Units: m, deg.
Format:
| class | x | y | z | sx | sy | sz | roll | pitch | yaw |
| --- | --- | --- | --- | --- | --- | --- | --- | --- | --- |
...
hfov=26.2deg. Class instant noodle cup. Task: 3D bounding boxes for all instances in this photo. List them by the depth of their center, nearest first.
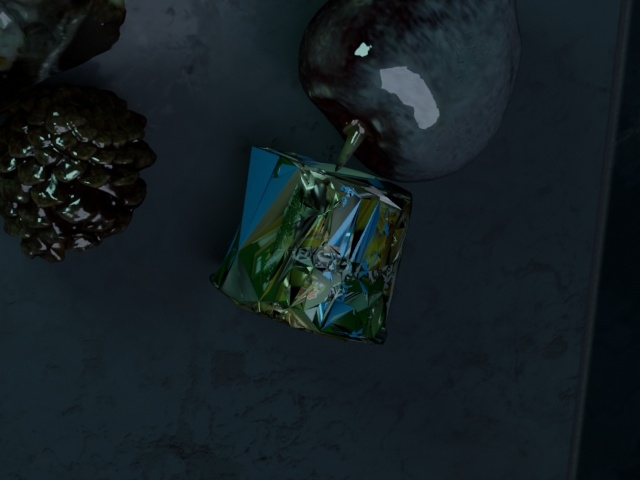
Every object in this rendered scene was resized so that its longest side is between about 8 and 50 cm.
| class | x | y | z | sx | sy | sz | roll | pitch | yaw |
| --- | --- | --- | --- | --- | --- | --- | --- | --- | --- |
| instant noodle cup | 0.000 | 0.000 | 1.636 | 0.240 | 0.240 | 0.178 | 15 | 98 | -25 |

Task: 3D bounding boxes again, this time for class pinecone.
| class | x | y | z | sx | sy | sz | roll | pitch | yaw |
| --- | --- | --- | --- | --- | --- | --- | --- | --- | --- |
| pinecone | -0.279 | -0.071 | 1.519 | 0.179 | 0.184 | 0.205 | 14 | 116 | -6 |

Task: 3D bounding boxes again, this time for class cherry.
| class | x | y | z | sx | sy | sz | roll | pitch | yaw |
| --- | --- | --- | --- | --- | --- | --- | --- | --- | --- |
| cherry | 0.104 | -0.194 | 1.582 | 0.296 | 0.218 | 0.255 | -46 | 113 | -6 |

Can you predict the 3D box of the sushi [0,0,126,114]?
| class | x | y | z | sx | sy | sz | roll | pitch | yaw |
| --- | --- | --- | --- | --- | --- | --- | --- | --- | --- |
| sushi | -0.400 | -0.276 | 1.319 | 0.417 | 0.176 | 0.417 | 4 | 148 | 2 |
